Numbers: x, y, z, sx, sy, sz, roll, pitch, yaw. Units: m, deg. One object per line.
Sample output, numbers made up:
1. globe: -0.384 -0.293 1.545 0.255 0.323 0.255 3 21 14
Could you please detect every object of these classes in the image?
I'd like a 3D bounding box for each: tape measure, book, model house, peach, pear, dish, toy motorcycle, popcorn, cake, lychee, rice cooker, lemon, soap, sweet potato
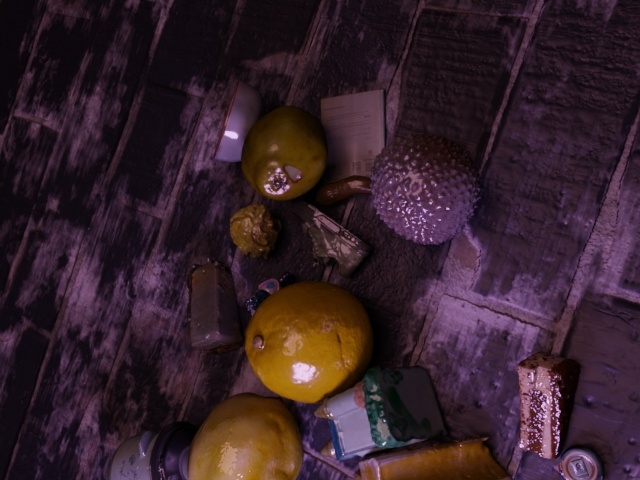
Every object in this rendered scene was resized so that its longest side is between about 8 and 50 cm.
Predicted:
1. tape measure: 0.571 0.530 1.458 0.104 0.180 0.107 -35 67 36
2. book: 0.096 -0.302 1.927 0.215 0.025 0.282 -2 81 27
3. model house: 0.109 0.467 1.675 0.325 0.267 0.194 -32 63 32
4. peach: -0.212 0.585 1.793 0.281 0.314 0.315 4 81 44
5. pear: -0.101 -0.249 1.876 0.269 0.269 0.321 -14 41 25
6. dish: -0.241 -0.358 2.019 0.117 0.256 0.256 17 90 -12
7. toy motorcycle: -0.168 0.201 1.880 0.108 0.204 0.239 10 89 21
8. popcorn: -0.200 -0.023 1.976 0.173 0.142 0.173 5 110 15
9. cake: 0.554 0.388 1.560 0.112 0.135 0.246 9 115 40
10. lychee: 0.269 -0.136 1.669 0.300 0.300 0.300 -5 79 27
11. rice cooker: -0.461 0.690 1.926 0.317 0.264 0.316 8 123 13
12. lemon: -0.029 0.268 1.724 0.348 0.348 0.348 -5 79 27
13. soap: 0.274 0.620 1.670 0.339 0.304 0.169 -6 67 -13
14. sweet potato: 0.084 -0.149 1.877 0.233 0.081 0.062 -9 59 26

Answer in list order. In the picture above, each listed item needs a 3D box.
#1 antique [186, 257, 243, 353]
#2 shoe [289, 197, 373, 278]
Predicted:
1. antique: -0.337 0.198 2.021 0.125 0.150 0.284 -19 65 20
2. shoe: 0.001 0.001 1.875 0.293 0.109 0.149 33 92 24
